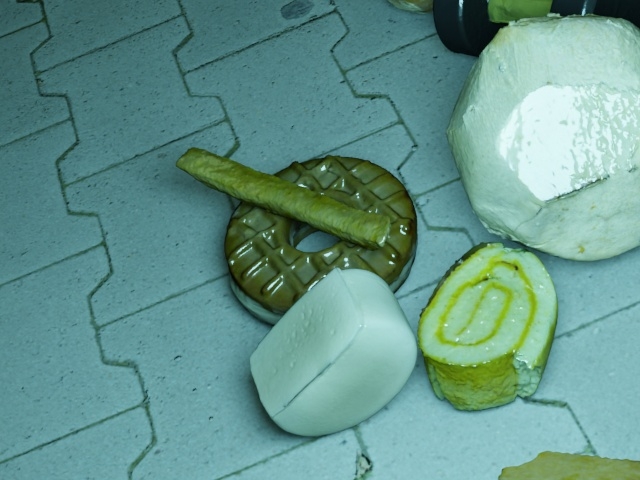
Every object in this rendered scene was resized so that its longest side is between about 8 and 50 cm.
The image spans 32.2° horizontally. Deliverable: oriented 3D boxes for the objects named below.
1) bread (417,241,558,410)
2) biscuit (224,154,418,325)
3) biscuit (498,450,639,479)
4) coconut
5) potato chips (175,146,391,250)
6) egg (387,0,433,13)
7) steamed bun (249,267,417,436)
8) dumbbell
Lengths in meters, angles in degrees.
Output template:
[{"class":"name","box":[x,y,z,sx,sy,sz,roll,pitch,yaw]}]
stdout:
[{"class":"bread","box":[0.249,0.118,1.594,0.186,0.124,0.257,15,56,20]},{"class":"biscuit","box":[0.000,0.000,1.778,0.332,0.103,0.332,-8,50,10]},{"class":"biscuit","box":[0.320,0.359,1.400,0.237,0.013,0.232,2,40,29]},{"class":"coconut","box":[0.364,-0.167,1.655,0.346,0.346,0.360,-16,50,3]},{"class":"potato chips","box":[-0.051,-0.065,1.732,0.407,0.080,0.057,22,77,29]},{"class":"egg","box":[0.203,-0.528,2.091,0.203,0.203,0.245,-45,32,-21]},{"class":"steamed bun","box":[0.031,0.164,1.572,0.241,0.164,0.146,-47,42,24]},{"class":"dumbbell","box":[0.373,-0.396,1.898,0.322,0.203,0.204,21,59,42]}]
